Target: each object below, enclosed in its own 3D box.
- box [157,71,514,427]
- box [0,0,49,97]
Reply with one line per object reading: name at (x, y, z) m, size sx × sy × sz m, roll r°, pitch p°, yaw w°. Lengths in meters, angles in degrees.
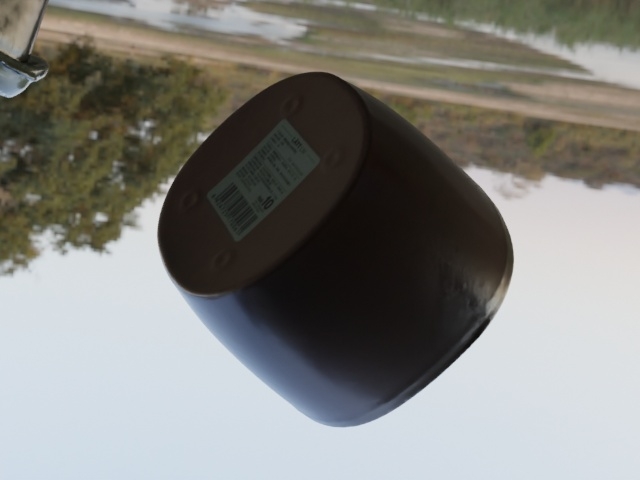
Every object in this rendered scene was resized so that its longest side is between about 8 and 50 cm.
box at (0.000, 0.000, 1.008) m, size 0.301 × 0.301 × 0.216 m, roll 14°, pitch 161°, yaw 47°
box at (-0.224, -0.197, 0.510) m, size 0.138 × 0.178 × 0.274 m, roll 21°, pitch 179°, yaw 26°
